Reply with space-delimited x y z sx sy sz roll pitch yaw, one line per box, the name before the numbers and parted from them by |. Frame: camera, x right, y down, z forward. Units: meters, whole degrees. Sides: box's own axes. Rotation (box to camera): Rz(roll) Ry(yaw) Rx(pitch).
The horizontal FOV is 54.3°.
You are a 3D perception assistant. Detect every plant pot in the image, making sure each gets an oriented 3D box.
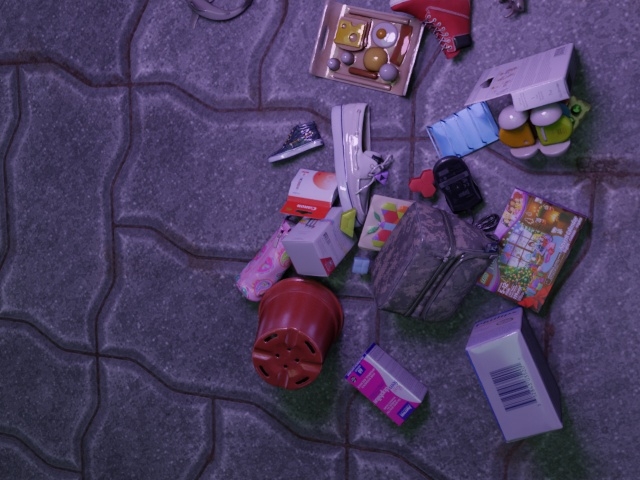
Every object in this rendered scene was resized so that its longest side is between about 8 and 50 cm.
plant pot | -0.077 0.286 1.852 0.273 0.265 0.272 2 111 6

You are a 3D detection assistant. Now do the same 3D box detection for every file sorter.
file sorter | 0.393 -0.300 1.722 0.170 0.104 0.118 -25 89 21

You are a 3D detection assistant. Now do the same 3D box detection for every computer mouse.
computer mouse | 0.365 -0.112 1.758 0.184 0.060 0.262 -31 111 19

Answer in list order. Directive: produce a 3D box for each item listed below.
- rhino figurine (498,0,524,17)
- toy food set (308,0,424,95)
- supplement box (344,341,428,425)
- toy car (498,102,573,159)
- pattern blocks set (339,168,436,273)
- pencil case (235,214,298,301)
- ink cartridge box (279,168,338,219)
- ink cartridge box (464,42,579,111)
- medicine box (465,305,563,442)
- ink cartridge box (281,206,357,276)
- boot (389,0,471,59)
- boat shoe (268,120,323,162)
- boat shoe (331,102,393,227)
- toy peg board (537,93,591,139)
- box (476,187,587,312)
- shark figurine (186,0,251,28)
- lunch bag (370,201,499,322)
rhino figurine | 0.530 -0.704 1.634 0.106 0.073 0.243 22 106 12
toy food set | 0.132 -0.555 1.792 0.306 0.092 0.219 18 103 17
supplement box | 0.200 0.432 1.888 0.220 0.114 0.111 39 108 10
toy car | 0.550 -0.298 1.585 0.182 0.136 0.159 -1 140 37
pattern blocks set | 0.198 -0.045 1.798 0.286 0.026 0.324 -3 116 -5
pencil case | -0.151 0.061 1.963 0.124 0.124 0.284 44 111 10
ink cartridge box | -0.028 -0.142 1.867 0.146 0.179 0.045 11 132 19
ink cartridge box | 0.512 -0.398 1.577 0.239 0.275 0.060 -12 116 33
medicine box | 0.518 0.345 1.661 0.149 0.289 0.263 -24 88 19
ink cartridge box | 0.000 0.000 1.840 0.128 0.176 0.128 2 127 41
boot | 0.301 -0.576 1.672 0.245 0.088 0.176 -7 99 -22
boat shoe | -0.085 -0.302 1.926 0.184 0.065 0.083 -19 89 15
boat shoe | 0.133 -0.226 1.825 0.157 0.136 0.366 -7 85 18
toy peg board | 0.601 -0.328 1.654 0.161 0.079 0.161 35 107 13
box | 0.571 0.026 1.723 0.201 0.057 0.293 25 105 16
shark figurine | -0.344 -0.730 1.938 0.278 0.116 0.166 22 106 18
lunch bag | 0.315 0.072 1.720 0.256 0.212 0.305 17 123 -16
